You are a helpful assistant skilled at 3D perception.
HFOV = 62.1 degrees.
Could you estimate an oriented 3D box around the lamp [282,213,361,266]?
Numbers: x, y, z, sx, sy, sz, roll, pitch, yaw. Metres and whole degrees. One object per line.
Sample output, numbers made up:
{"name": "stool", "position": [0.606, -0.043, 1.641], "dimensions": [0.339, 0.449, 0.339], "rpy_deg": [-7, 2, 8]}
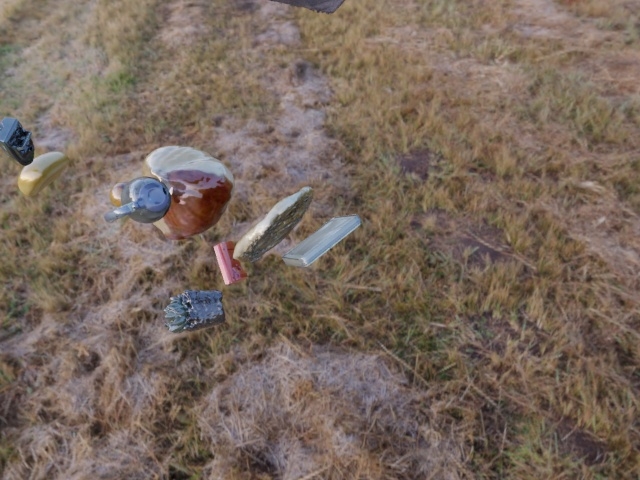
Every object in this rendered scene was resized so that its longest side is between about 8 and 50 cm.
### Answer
{"name": "lamp", "position": [0.000, 0.000, 1.903], "dimensions": [0.269, 0.047, 0.266], "rpy_deg": [-38, 9, -14]}

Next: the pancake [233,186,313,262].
{"name": "pancake", "position": [-0.115, -0.035, 1.348], "dimensions": [0.049, 0.282, 0.282], "rpy_deg": [48, 54, 8]}

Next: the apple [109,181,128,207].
{"name": "apple", "position": [-0.581, -0.132, 1.569], "dimensions": [0.071, 0.084, 0.084], "rpy_deg": [-34, 31, 24]}

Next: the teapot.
{"name": "teapot", "position": [-0.409, -0.096, 1.212], "dimensions": [0.149, 0.111, 0.108], "rpy_deg": [1, -3, -31]}

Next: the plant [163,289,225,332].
{"name": "plant", "position": [-0.406, 0.223, 1.705], "dimensions": [0.194, 0.129, 0.132], "rpy_deg": [-6, 74, -17]}

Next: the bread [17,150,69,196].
{"name": "bread", "position": [-1.043, -0.261, 1.989], "dimensions": [0.147, 0.098, 0.217], "rpy_deg": [-39, 19, 23]}

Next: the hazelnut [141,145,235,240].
{"name": "hazelnut", "position": [-0.364, -0.137, 1.409], "dimensions": [0.261, 0.261, 0.241], "rpy_deg": [24, 8, 29]}

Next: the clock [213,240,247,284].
{"name": "clock", "position": [-0.328, 0.079, 1.959], "dimensions": [0.061, 0.155, 0.113], "rpy_deg": [-22, -5, 14]}

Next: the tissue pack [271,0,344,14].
{"name": "tissue pack", "position": [-0.097, -0.511, 0.846], "dimensions": [0.394, 0.124, 0.288], "rpy_deg": [1, -6, -26]}

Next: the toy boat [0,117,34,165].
{"name": "toy boat", "position": [-0.991, -0.312, 1.754], "dimensions": [0.103, 0.246, 0.093], "rpy_deg": [18, 71, -7]}
